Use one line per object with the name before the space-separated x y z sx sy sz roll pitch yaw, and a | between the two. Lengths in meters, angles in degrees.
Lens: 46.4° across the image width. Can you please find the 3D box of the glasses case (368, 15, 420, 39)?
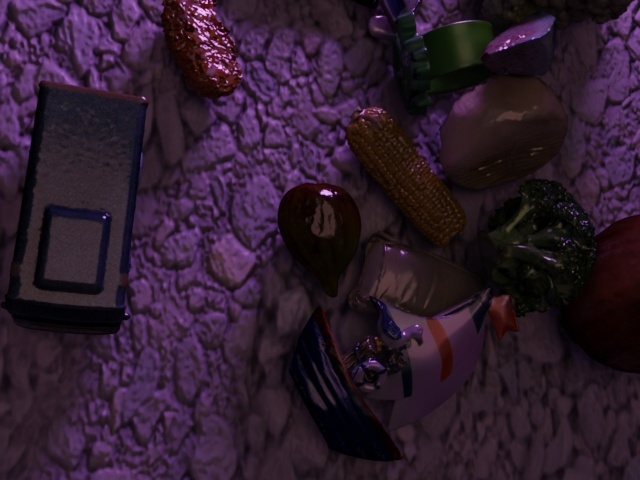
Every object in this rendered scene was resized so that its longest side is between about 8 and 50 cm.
glasses case | 0.113 -0.324 1.141 0.083 0.021 0.032 0 79 -17

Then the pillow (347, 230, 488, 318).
pillow | 0.140 0.070 1.044 0.208 0.053 0.119 21 72 -14

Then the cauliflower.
cauliflower | 0.362 -0.412 1.132 0.260 0.327 0.281 -37 135 -7

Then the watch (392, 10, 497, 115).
watch | 0.186 -0.256 1.073 0.152 0.165 0.131 -10 84 -3

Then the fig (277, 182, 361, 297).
fig | 0.000 0.000 0.995 0.109 0.103 0.155 -3 89 19

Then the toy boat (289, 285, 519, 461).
toy boat | 0.115 0.179 0.991 0.318 0.072 0.219 -4 90 -13

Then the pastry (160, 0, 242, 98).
pastry | -0.168 -0.266 1.022 0.087 0.063 0.169 -15 78 -29

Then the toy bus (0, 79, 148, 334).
toy bus | -0.280 -0.034 0.876 0.138 0.167 0.275 8 77 -16

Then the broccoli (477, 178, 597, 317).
broccoli | 0.296 0.010 1.044 0.156 0.195 0.195 -12 82 -15

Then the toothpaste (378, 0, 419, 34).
toothpaste | 0.151 -0.449 1.148 0.099 0.068 0.282 36 64 -12

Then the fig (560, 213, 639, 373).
fig | 0.479 0.073 1.067 0.224 0.224 0.263 41 112 -5

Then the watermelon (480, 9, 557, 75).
watermelon | 0.278 -0.269 1.016 0.180 0.094 0.081 -41 137 -53

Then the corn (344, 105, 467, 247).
corn | 0.120 -0.091 1.062 0.080 0.080 0.238 -39 94 -21

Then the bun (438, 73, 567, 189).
bun | 0.248 -0.161 1.077 0.193 0.178 0.128 -19 65 -6

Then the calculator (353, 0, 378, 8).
calculator | 0.004 -0.505 1.129 0.274 0.058 0.248 25 73 -12
